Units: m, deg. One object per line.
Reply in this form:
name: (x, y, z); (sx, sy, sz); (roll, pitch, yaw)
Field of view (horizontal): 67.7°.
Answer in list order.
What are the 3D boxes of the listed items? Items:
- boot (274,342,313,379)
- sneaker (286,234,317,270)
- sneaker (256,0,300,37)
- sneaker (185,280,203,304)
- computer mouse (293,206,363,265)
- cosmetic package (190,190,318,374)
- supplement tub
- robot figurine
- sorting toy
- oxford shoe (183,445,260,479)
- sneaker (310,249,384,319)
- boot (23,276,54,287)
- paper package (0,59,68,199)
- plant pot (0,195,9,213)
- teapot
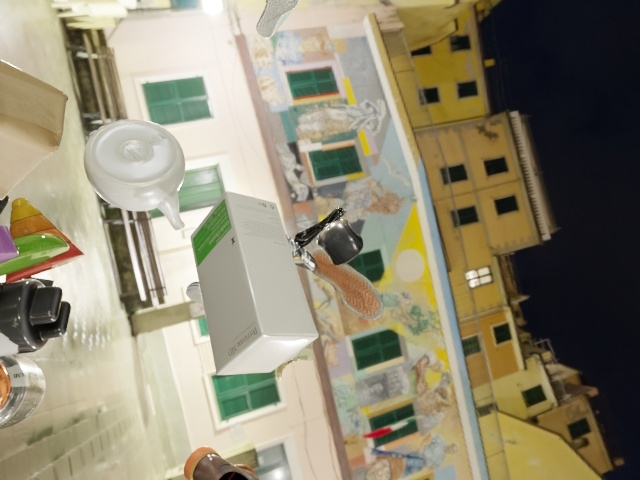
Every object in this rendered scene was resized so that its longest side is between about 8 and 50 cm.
boot: (-0.115, 0.519, 2.096); (0.213, 0.165, 0.077); (-81, 177, -46)
sneaker: (-0.127, 0.050, 1.454); (0.228, 0.132, 0.086); (39, 9, -19)
sneaker: (-0.121, -0.804, 1.574); (0.256, 0.094, 0.151); (-31, -146, 49)
sneaker: (-0.378, 0.183, 1.762); (0.321, 0.126, 0.128); (48, 45, -60)
computer mouse: (0.000, 0.000, 1.194); (0.060, 0.184, 0.262); (51, 8, -25)
cosmetic package: (-0.161, 0.095, 1.084); (0.197, 0.155, 0.366); (-44, -129, 33)
supplement tub: (-0.876, 0.398, 1.265); (0.338, 0.207, 0.207); (137, -62, -64)
robot figurine: (-0.738, 0.184, 1.101); (0.173, 0.278, 0.209); (-149, -127, -78)
sorting toy: (-0.428, -0.019, 0.654); (0.126, 0.127, 0.365); (68, -18, -2)
oxford shoe: (-0.180, 0.533, 1.016); (0.098, 0.097, 0.271); (14, -28, 40)
sneaker: (0.095, 0.137, 1.491); (0.302, 0.108, 0.121); (42, 7, 30)
boot: (-1.027, 0.253, 1.658); (0.338, 0.118, 0.223); (-19, -118, 54)
paper package: (-0.757, -0.253, 0.982); (0.309, 0.324, 0.168); (-22, -122, 35)
plant pot: (-1.204, -0.148, 1.647); (0.187, 0.166, 0.188); (120, -15, -61)
teapot: (-0.471, -0.171, 1.219); (0.187, 0.252, 0.256); (118, -30, -56)
